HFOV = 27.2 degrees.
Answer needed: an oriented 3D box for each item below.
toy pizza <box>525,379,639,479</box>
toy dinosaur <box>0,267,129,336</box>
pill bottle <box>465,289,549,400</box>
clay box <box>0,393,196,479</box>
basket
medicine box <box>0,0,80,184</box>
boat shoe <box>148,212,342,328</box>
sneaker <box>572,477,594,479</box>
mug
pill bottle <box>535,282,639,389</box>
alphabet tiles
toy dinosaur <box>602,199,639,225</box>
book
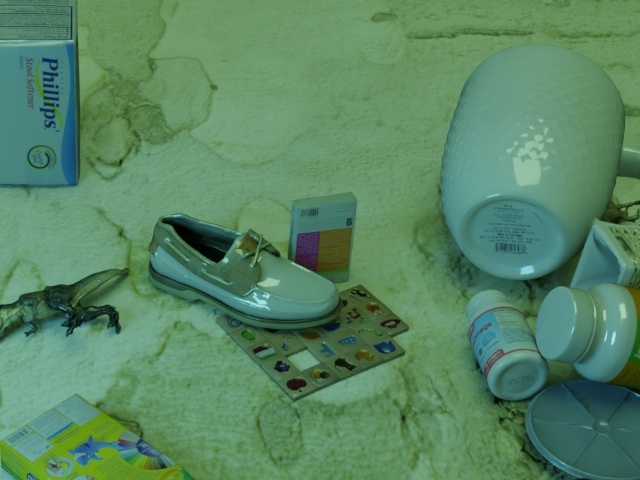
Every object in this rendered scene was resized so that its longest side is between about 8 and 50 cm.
[{"bbox_3d":[0.372,0.260,1.765,0.201,0.032,0.201,3,35,-2],"label":"toy pizza"},{"bbox_3d":[-0.350,0.093,1.864,0.268,0.064,0.118,-21,37,-39],"label":"toy dinosaur"},{"bbox_3d":[0.257,0.143,1.863,0.087,0.087,0.160,-2,36,-12],"label":"pill bottle"},{"bbox_3d":[-0.267,0.284,1.608,0.222,0.053,0.127,30,41,28],"label":"clay box"},{"bbox_3d":[0.439,0.072,1.932,0.103,0.167,0.113,1,35,-19],"label":"basket"},{"bbox_3d":[-0.472,-0.275,2.185,0.149,0.263,0.289,-1,35,-9],"label":"medicine box"},{"bbox_3d":[-0.113,0.043,1.918,0.302,0.103,0.113,13,33,15],"label":"boat shoe"},{"bbox_3d":[0.375,0.337,1.579,0.083,0.118,0.222,-12,39,-24],"label":"sneaker"},{"bbox_3d":[0.369,-0.094,2.062,0.374,0.276,0.328,14,42,7],"label":"mug"},{"bbox_3d":[0.426,0.133,1.810,0.245,0.136,0.136,12,32,-19],"label":"pill bottle"},{"bbox_3d":[0.001,0.131,1.908,0.237,0.009,0.198,-19,42,-32],"label":"alphabet tiles"},{"bbox_3d":[0.484,-0.031,2.196,0.092,0.053,0.183,1,29,21],"label":"toy dinosaur"},{"bbox_3d":[0.000,0.000,1.975,0.096,0.144,0.035,-8,37,-20],"label":"book"}]
